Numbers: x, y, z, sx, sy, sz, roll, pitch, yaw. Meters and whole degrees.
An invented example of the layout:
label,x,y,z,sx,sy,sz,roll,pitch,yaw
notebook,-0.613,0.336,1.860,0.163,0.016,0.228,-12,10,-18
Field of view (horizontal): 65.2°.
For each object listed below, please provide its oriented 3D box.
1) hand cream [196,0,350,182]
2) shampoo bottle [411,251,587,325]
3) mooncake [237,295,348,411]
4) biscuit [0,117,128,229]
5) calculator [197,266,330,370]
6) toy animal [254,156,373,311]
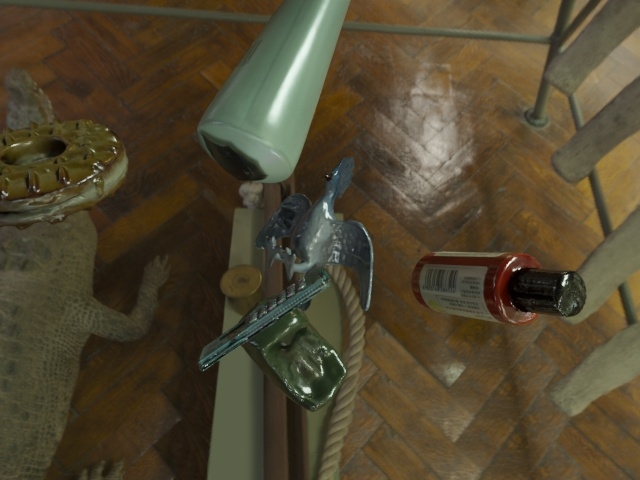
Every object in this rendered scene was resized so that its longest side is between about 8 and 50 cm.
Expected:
label,x,y,z,sx,sy,sz,roll,pitch,yaw
hand cream,0.000,-0.187,0.365,0.067,0.109,0.320,25,73,-15
shampoo bottle,0.258,0.069,0.750,0.105,0.278,0.104,0,89,-25
mooncake,-0.042,0.162,0.732,0.104,0.175,0.168,-40,55,-12
biscuit,-0.551,-0.142,0.991,0.333,0.103,0.332,-2,38,2
calculator,-0.063,0.086,0.560,0.172,0.057,0.018,-35,100,2
toy animal,0.000,0.000,0.806,0.176,0.255,0.239,-29,49,-35
